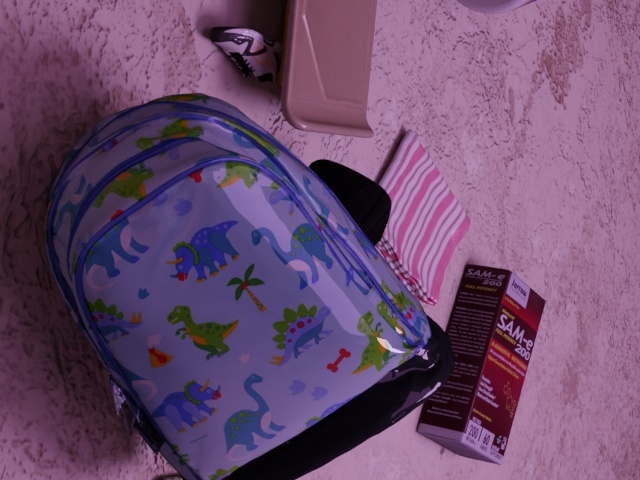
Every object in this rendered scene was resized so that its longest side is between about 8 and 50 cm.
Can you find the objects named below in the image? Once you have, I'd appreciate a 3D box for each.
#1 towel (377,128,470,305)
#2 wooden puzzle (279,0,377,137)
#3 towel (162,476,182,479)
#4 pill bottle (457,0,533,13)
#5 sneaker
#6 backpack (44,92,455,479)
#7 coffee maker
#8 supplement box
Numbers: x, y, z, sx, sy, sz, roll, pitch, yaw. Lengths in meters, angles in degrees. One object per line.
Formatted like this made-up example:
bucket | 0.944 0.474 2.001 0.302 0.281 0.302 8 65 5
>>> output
towel | 0.124 -0.026 1.642 0.197 0.029 0.144 52 55 -45
wooden puzzle | 0.007 -0.231 1.401 0.221 0.044 0.238 -5 96 -68
towel | -0.117 0.288 1.369 0.148 0.027 0.110 -2 99 -54
pill bottle | 0.273 -0.384 1.672 0.272 0.152 0.152 -28 119 -48
sneaker | -0.072 -0.187 1.326 0.109 0.040 0.043 14 87 -54
backpack | -0.083 0.041 1.145 0.355 0.290 0.273 60 5 -7
coffee maker | 0.000 0.000 1.354 0.120 0.171 0.178 45 42 -7
supplement box | 0.220 0.167 1.778 0.130 0.073 0.239 35 67 -51
